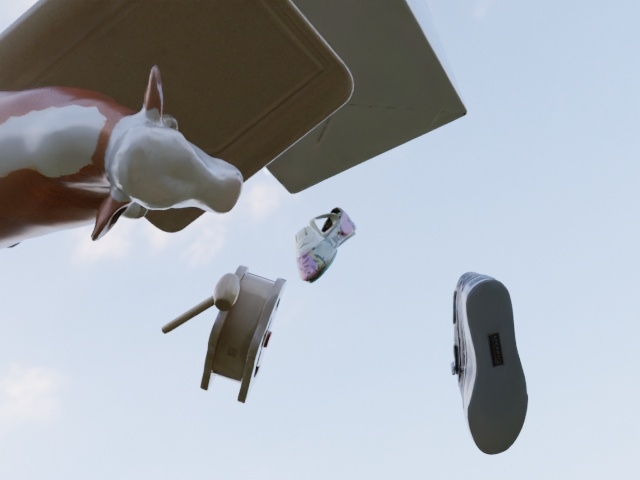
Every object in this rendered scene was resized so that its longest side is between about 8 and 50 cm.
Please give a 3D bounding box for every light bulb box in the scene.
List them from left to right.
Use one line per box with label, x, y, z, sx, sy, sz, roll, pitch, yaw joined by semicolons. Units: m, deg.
light bulb box;-0.043;-0.310;1.008;0.225;0.361;0.358;-24;-35;14

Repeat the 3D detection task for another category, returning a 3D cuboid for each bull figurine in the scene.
bull figurine;-0.192;-0.043;0.629;0.311;0.101;0.188;-4;-1;11

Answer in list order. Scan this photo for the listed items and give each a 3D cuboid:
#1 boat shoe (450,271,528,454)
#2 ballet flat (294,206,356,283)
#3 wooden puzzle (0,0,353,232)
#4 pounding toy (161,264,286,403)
boat shoe;0.270;0.204;1.632;0.113;0.105;0.306;-14;-79;-11
ballet flat;0.000;0.000;1.696;0.077;0.221;0.079;-29;-80;30
wooden puzzle;-0.117;-0.129;0.762;0.221;0.044;0.239;-37;-42;10
pounding toy;-0.149;0.119;1.499;0.155;0.154;0.269;19;-44;3
